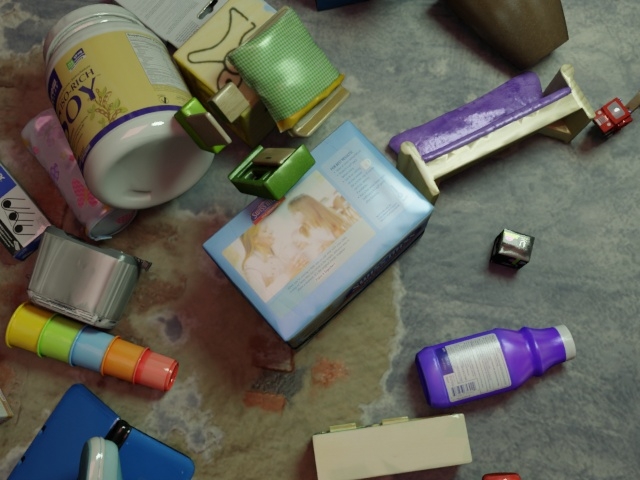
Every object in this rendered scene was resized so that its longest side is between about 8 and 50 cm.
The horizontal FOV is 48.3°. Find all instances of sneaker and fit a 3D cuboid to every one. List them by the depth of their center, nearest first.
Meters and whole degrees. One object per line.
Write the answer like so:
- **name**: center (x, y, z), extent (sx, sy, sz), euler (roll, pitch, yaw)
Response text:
- **sneaker**: center (-0.302, 0.471, 1.217), extent (0.208, 0.127, 0.319), euler (-3, 105, -22)

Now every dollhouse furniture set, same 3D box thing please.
- **dollhouse furniture set**: center (-0.064, -0.243, 1.207), extent (0.301, 0.151, 0.198), euler (-48, 117, -18)

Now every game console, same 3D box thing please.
- **game console**: center (-0.423, 0.461, 1.323), extent (0.250, 0.173, 0.293), euler (37, 80, -22)

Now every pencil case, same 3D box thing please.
- **pencil case**: center (-0.477, -0.132, 1.410), extent (0.124, 0.113, 0.273), euler (-41, 78, 10)

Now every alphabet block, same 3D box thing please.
- **alphabet block**: center (-0.141, -0.334, 1.402), extent (0.192, 0.193, 0.197), euler (42, 82, 11)

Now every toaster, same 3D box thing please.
- **toaster**: center (-0.442, 0.075, 1.358), extent (0.226, 0.129, 0.147), euler (20, 83, 4)

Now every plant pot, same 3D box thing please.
- **plant pot**: center (0.386, -0.464, 1.423), extent (0.215, 0.215, 0.230), euler (-35, 94, -5)

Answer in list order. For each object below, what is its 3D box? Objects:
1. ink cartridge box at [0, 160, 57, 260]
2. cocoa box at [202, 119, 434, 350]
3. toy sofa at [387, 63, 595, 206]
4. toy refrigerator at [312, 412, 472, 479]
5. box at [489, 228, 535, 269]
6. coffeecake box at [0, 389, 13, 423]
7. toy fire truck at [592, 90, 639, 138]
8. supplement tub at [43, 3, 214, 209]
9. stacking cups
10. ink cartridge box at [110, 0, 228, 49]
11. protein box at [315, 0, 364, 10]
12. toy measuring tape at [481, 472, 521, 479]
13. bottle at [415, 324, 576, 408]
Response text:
- **ink cartridge box**: center (-0.631, -0.067, 1.435), extent (0.097, 0.046, 0.207), euler (-41, 79, -8)
- **cocoa box**: center (0.000, 0.000, 1.305), extent (0.347, 0.228, 0.231), euler (-41, 79, -7)
- **toy sofa**: center (0.318, -0.214, 1.381), extent (0.362, 0.150, 0.177), euler (-26, 79, -4)
- **toy refrigerator**: center (0.124, 0.368, 1.286), extent (0.269, 0.102, 0.094), euler (-9, 78, 1)
- **box**: center (0.365, 0.017, 1.362), extent (0.062, 0.083, 0.052), euler (16, 79, 6)
- **coffeecake box**: center (-0.665, 0.326, 1.279), extent (0.142, 0.185, 0.068), euler (-31, 79, -5)
- **toy fire truck**: center (0.599, -0.257, 1.387), extent (0.135, 0.192, 0.047), euler (-39, 77, 23)
- **supplement tub**: center (-0.364, -0.250, 1.328), extent (0.241, 0.241, 0.331), euler (-29, 66, -4)
- **stacking cups**: center (-0.427, 0.214, 1.351), extent (0.316, 0.096, 0.096), euler (21, 79, 3)
- **ink cartridge box**: center (-0.298, -0.531, 1.524), extent (0.224, 0.045, 0.223), euler (39, 82, 8)
- **protein box**: center (0.071, -0.594, 1.445), extent (0.199, 0.201, 0.136), euler (-12, 77, -1)
- **toy measuring tape**: center (0.385, 0.461, 1.250), extent (0.329, 0.121, 0.122), euler (-4, 78, 1)
- **bottle**: center (0.321, 0.222, 1.315), extent (0.282, 0.092, 0.118), euler (-15, 78, -2)
